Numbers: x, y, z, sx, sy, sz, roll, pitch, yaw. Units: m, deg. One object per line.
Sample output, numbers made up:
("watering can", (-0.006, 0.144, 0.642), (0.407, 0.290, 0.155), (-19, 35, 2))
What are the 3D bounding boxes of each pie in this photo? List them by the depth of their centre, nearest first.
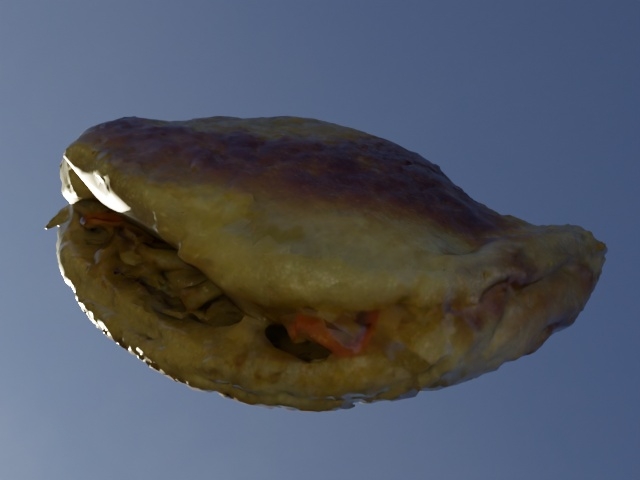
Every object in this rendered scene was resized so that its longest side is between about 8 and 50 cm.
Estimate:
("pie", (0.000, 0.000, 0.568), (0.205, 0.179, 0.084), (23, -69, 39))
